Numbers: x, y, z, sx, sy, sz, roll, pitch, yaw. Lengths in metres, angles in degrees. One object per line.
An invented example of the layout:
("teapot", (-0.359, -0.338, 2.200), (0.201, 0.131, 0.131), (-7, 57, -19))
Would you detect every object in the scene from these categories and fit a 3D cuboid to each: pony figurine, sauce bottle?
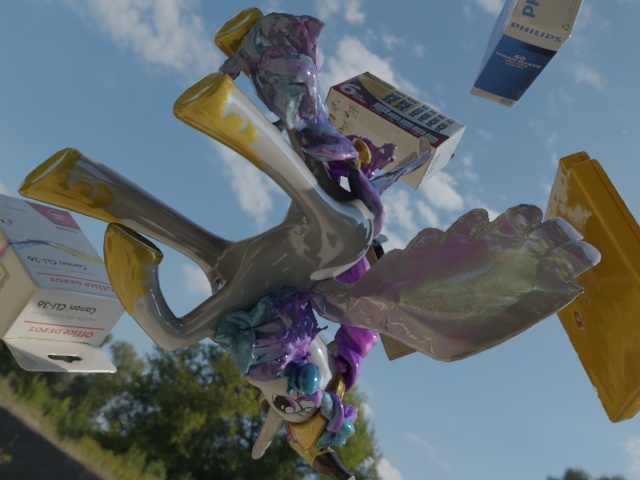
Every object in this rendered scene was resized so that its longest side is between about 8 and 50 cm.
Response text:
("pony figurine", (0.000, 0.000, 0.551), (0.363, 0.351, 0.303), (54, -8, -33))
("sauce bottle", (0.002, 0.334, 0.982), (0.128, 0.042, 0.042), (31, -28, 38))

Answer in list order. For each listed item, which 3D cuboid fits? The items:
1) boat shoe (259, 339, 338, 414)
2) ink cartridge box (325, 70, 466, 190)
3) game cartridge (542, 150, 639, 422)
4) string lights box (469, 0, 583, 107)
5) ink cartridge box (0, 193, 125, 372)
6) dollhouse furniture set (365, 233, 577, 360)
("boat shoe", (-0.024, 0.226, 1.083), (0.072, 0.190, 0.068), (51, -19, 46))
("ink cartridge box", (0.195, -0.300, 1.641), (0.309, 0.272, 0.130), (33, -52, 15))
("game cartridge", (0.389, 0.072, 0.879), (0.324, 0.052, 0.285), (73, 0, -59))
("string lights box", (0.283, -0.293, 0.877), (0.076, 0.133, 0.260), (20, -5, 4))
("ink cartridge box", (-0.272, 0.040, 0.636), (0.198, 0.067, 0.115), (45, 13, 29))
("dollhouse furniture set", (0.178, 0.035, 0.831), (0.212, 0.242, 0.161), (10, 59, -76))
